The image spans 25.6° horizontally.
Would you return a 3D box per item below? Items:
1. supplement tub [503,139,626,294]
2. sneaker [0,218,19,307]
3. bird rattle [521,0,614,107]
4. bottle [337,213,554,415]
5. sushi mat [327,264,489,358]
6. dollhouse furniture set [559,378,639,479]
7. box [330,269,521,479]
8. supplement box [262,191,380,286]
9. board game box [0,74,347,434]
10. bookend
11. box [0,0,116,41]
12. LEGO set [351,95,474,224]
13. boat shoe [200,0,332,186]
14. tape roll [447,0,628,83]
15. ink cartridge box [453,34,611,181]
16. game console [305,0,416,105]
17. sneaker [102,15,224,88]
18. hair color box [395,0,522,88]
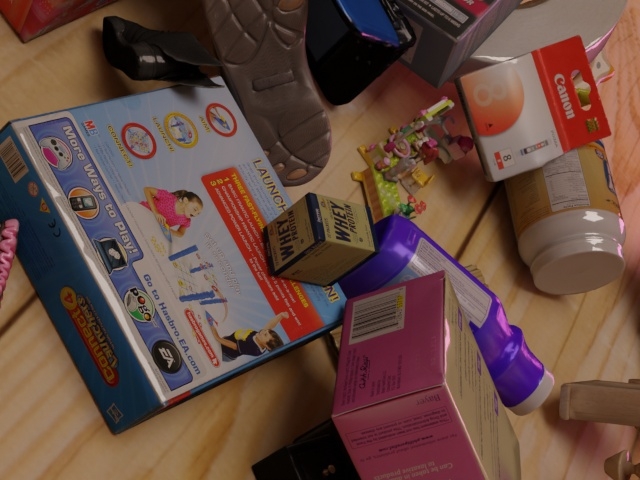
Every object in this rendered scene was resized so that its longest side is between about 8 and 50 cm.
[{"bbox_3d":[0.328,-0.042,1.891,0.144,0.144,0.199,17,53,-37],"label":"supplement tub"},{"bbox_3d":[-0.315,0.027,1.294,0.057,0.047,0.119,14,51,-11],"label":"sneaker"},{"bbox_3d":[0.306,-0.264,2.021,0.207,0.143,0.253,-27,74,-22],"label":"bird rattle"},{"bbox_3d":[0.148,0.093,1.610,0.283,0.118,0.092,41,41,-17],"label":"bottle"},{"bbox_3d":[0.128,0.122,1.677,0.316,0.019,0.151,-15,75,-48],"label":"sushi mat"},{"bbox_3d":[0.400,0.360,1.768,0.303,0.174,0.355,4,90,-57],"label":"dollhouse furniture set"},{"bbox_3d":[0.114,0.194,1.429,0.213,0.117,0.243,-81,149,-61],"label":"box"},{"bbox_3d":[0.000,0.000,1.448,0.083,0.083,0.056,12,54,-38],"label":"supplement box"},{"bbox_3d":[-0.152,0.002,1.431,0.302,0.086,0.308,-20,79,-50],"label":"board game box"},{"bbox_3d":[-0.023,0.268,1.383,0.156,0.072,0.157,-7,68,-47],"label":"bookend"},{"bbox_3d":[-0.235,-0.354,1.545,0.142,0.154,0.300,53,39,-2],"label":"box"},{"bbox_3d":[0.121,-0.084,1.745,0.132,0.107,0.287,40,41,-17],"label":"LEGO set"},{"bbox_3d":[-0.073,-0.222,1.587,0.123,0.116,0.324,-11,102,-12],"label":"boat shoe"},{"bbox_3d":[0.237,-0.382,1.948,0.392,0.072,0.392,5,61,-8],"label":"tape roll"},{"bbox_3d":[0.279,-0.170,1.818,0.045,0.179,0.145,-118,-171,-82],"label":"ink cartridge box"},{"bbox_3d":[-0.033,-0.320,1.666,0.173,0.250,0.293,-20,78,-39],"label":"game console"},{"bbox_3d":[-0.172,-0.202,1.511,0.089,0.051,0.170,-7,27,-23],"label":"sneaker"},{"bbox_3d":[0.199,-0.389,1.839,0.185,0.113,0.374,37,62,11],"label":"hair color box"}]
